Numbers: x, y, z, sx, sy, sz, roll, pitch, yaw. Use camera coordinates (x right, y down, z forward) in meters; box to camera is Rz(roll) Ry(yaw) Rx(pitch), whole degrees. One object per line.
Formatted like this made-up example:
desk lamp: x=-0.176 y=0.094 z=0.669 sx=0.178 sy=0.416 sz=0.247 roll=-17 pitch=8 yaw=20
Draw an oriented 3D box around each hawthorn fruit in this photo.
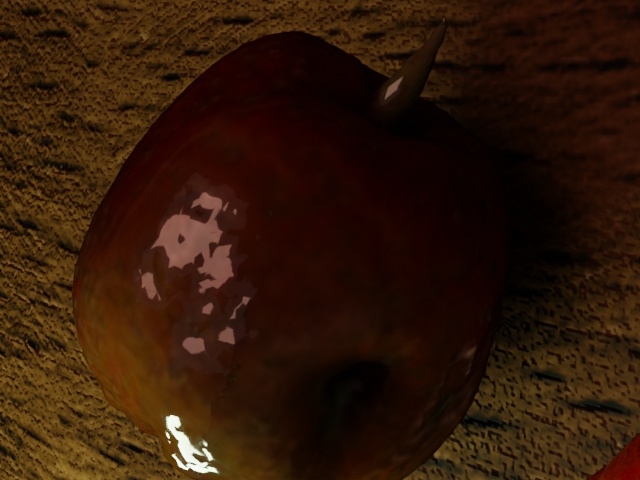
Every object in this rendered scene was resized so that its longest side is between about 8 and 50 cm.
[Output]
hawthorn fruit: x=-0.012 y=0.019 z=0.814 sx=0.258 sy=0.258 sz=0.261 roll=9 pitch=74 yaw=53

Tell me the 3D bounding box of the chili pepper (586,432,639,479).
chili pepper: x=0.192 y=0.086 z=0.678 sx=0.063 sy=0.071 sz=0.272 roll=37 pitch=129 yaw=5
